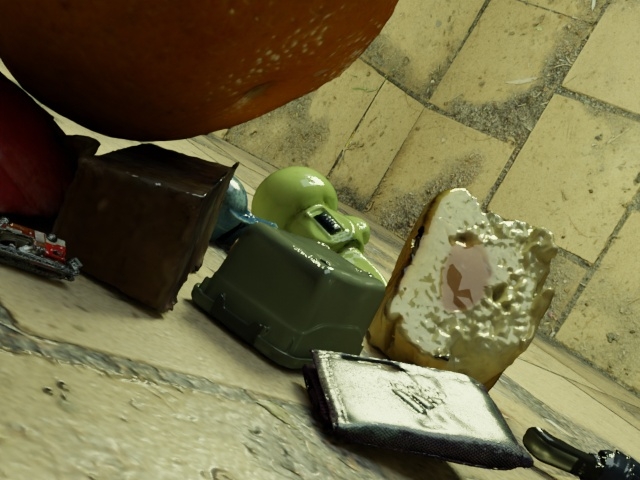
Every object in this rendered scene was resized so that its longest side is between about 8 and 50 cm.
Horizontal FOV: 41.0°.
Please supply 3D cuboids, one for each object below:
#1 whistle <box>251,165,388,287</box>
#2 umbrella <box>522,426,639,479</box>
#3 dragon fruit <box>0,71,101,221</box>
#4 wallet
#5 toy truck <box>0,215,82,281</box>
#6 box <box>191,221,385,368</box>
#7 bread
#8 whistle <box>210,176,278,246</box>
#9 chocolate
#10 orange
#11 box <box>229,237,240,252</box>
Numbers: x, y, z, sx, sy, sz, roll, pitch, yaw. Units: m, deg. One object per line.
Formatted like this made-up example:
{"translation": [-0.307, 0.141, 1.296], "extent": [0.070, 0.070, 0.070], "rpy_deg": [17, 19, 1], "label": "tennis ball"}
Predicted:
{"translation": [-0.002, 0.005, 1.232], "extent": [0.294, 0.141, 0.141], "rpy_deg": [55, 17, 26], "label": "whistle"}
{"translation": [0.322, 0.263, 0.908], "extent": [0.248, 0.070, 0.071], "rpy_deg": [22, 8, -14], "label": "umbrella"}
{"translation": [-0.305, -0.105, 0.681], "extent": [0.282, 0.100, 0.344], "rpy_deg": [41, 12, 38], "label": "dragon fruit"}
{"translation": [0.072, 0.135, 0.668], "extent": [0.166, 0.030, 0.111], "rpy_deg": [13, 21, -15], "label": "wallet"}
{"translation": [-0.203, 0.005, 0.579], "extent": [0.083, 0.024, 0.032], "rpy_deg": [23, 31, -39], "label": "toy truck"}
{"translation": [-0.018, 0.049, 0.780], "extent": [0.124, 0.092, 0.172], "rpy_deg": [33, 6, 25], "label": "box"}
{"translation": [0.169, 0.070, 1.019], "extent": [0.184, 0.224, 0.211], "rpy_deg": [26, 13, 6], "label": "bread"}
{"translation": [-0.122, -0.042, 1.079], "extent": [0.090, 0.090, 0.158], "rpy_deg": [34, 7, 28], "label": "whistle"}
{"translation": [-0.152, -0.029, 0.786], "extent": [0.112, 0.111, 0.321], "rpy_deg": [21, 8, -4], "label": "chocolate"}
{"translation": [-0.121, -0.285, 0.823], "extent": [0.326, 0.424, 0.424], "rpy_deg": [67, 11, 5], "label": "orange"}
{"translation": [-0.057, 0.033, 1.057], "extent": [0.115, 0.025, 0.048], "rpy_deg": [30, 4, 1], "label": "box"}
